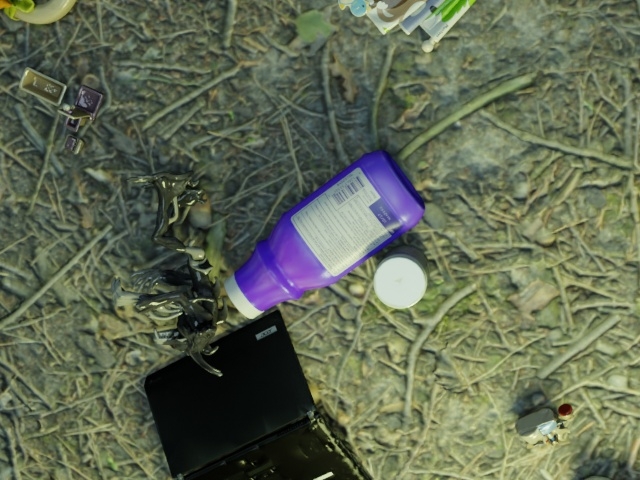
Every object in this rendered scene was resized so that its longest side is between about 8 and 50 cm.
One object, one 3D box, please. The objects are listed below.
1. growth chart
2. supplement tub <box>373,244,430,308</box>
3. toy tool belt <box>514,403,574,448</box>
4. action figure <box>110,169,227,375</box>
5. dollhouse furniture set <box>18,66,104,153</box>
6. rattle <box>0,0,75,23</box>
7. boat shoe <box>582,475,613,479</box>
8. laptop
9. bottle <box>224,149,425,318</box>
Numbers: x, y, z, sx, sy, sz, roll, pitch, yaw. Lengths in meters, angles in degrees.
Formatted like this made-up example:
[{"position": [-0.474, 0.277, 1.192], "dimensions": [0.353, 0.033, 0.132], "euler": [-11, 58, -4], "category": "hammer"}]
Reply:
[{"position": [0.095, -0.357, 1.366], "dimensions": [0.237, 0.021, 0.172], "euler": [38, 106, 1], "category": "growth chart"}, {"position": [0.108, 0.047, 1.385], "dimensions": [0.071, 0.107, 0.071], "euler": [1, 99, 8], "category": "supplement tub"}, {"position": [0.309, 0.253, 1.422], "dimensions": [0.083, 0.052, 0.051], "euler": [-25, 126, 15], "category": "toy tool belt"}, {"position": [-0.202, 0.051, 1.414], "dimensions": [0.141, 0.164, 0.276], "euler": [-8, 88, -1], "category": "action figure"}, {"position": [-0.374, -0.181, 1.437], "dimensions": [0.114, 0.081, 0.091], "euler": [26, 102, 4], "category": "dollhouse furniture set"}, {"position": [-0.361, -0.365, 1.381], "dimensions": [0.199, 0.143, 0.130], "euler": [-10, 79, 16], "category": "rattle"}, {"position": [0.452, 0.382, 1.401], "dimensions": [0.228, 0.076, 0.080], "euler": [25, 102, 4], "category": "boat shoe"}, {"position": [-0.089, 0.277, 1.501], "dimensions": [0.234, 0.136, 0.264], "euler": [-28, 119, 12], "category": "laptop"}, {"position": [0.000, 0.000, 1.402], "dimensions": [0.283, 0.092, 0.118], "euler": [-37, 91, 12], "category": "bottle"}]
